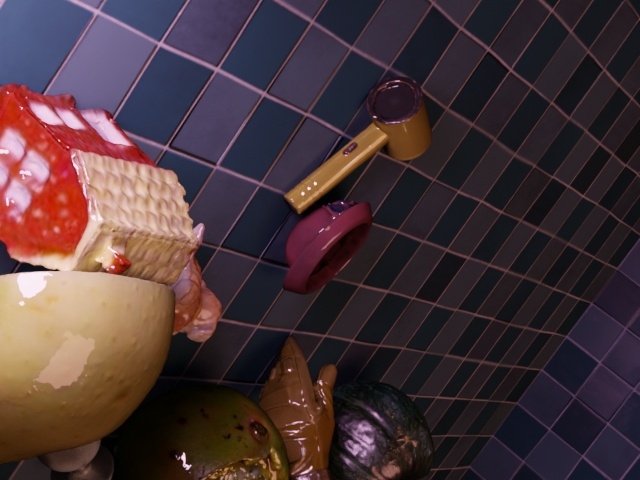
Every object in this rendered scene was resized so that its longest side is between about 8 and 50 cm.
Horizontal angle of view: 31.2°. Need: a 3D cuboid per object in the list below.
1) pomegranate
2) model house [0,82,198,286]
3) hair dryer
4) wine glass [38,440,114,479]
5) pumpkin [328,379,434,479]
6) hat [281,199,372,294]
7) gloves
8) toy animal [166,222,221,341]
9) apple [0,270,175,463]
[{"bbox_3d":[-0.234,0.366,1.917,0.358,0.216,0.310,-29,159,29],"label":"pomegranate"},{"bbox_3d":[-0.266,-0.036,1.317,0.160,0.254,0.196,-53,151,13],"label":"model house"},{"bbox_3d":[0.059,-0.136,1.862,0.278,0.090,0.135,-39,153,-7],"label":"hair dryer"},{"bbox_3d":[-0.378,0.286,1.699,0.103,0.103,0.231,-37,147,-24],"label":"wine glass"},{"bbox_3d":[0.081,0.417,2.361,0.293,0.263,0.197,-41,145,-19],"label":"pumpkin"},{"bbox_3d":[0.000,0.000,1.906,0.205,0.089,0.205,-42,164,-15],"label":"hat"},{"bbox_3d":[-0.049,0.328,2.065,0.141,0.331,0.154,15,147,-42],"label":"gloves"},{"bbox_3d":[-0.188,0.070,1.716,0.184,0.104,0.185,-51,148,5],"label":"toy animal"},{"bbox_3d":[-0.344,0.113,1.311,0.312,0.320,0.360,-52,162,0],"label":"apple"}]
